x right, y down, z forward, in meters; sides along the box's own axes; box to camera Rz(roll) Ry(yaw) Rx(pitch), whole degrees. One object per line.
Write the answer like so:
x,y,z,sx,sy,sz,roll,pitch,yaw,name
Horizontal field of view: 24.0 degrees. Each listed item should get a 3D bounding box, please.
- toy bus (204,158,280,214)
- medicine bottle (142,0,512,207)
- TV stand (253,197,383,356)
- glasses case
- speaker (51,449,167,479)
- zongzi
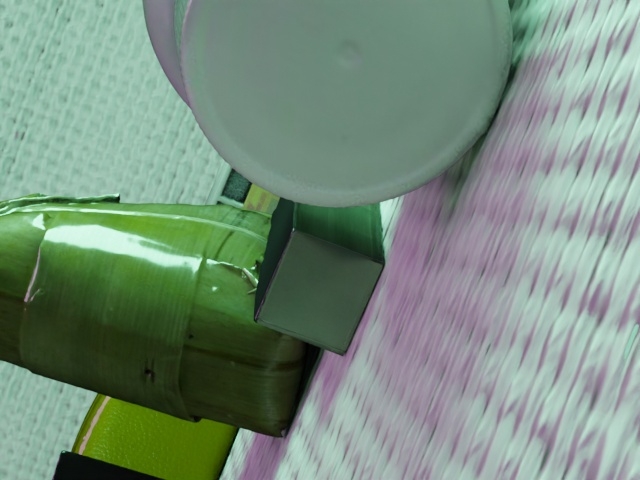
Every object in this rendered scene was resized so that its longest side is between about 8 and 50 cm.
-0.114,0.016,1.997,0.097,0.138,0.342,-80,15,-52,toy bus
0.000,-0.178,1.068,0.325,0.256,0.256,-104,35,-67,medicine bottle
0.000,0.000,1.296,0.269,0.083,0.088,-84,16,-73,TV stand
-0.217,0.277,1.821,0.141,0.173,0.371,-135,66,-80,glasses case
-0.227,0.374,1.543,0.232,0.184,0.254,125,162,-67,speaker
-0.215,0.017,1.478,0.418,0.447,0.181,-71,-4,-69,zongzi
